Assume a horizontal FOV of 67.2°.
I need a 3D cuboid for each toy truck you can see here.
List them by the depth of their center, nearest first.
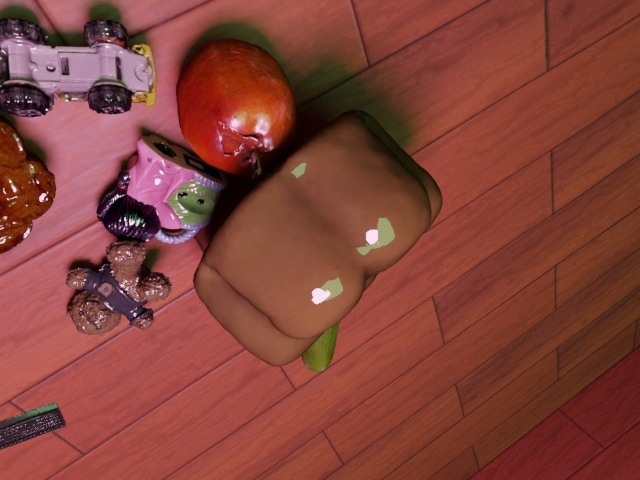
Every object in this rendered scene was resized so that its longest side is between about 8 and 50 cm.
[{"bbox_3d":[-0.397,-0.251,0.727,0.285,0.111,0.137,-4,88,-18],"label":"toy truck"}]

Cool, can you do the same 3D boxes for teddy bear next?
[{"bbox_3d":[-0.383,0.097,0.938,0.251,0.129,0.182,-35,103,23],"label":"teddy bear"}]

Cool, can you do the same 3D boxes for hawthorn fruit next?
[{"bbox_3d":[-0.130,-0.199,0.804,0.211,0.299,0.211,-14,137,-13],"label":"hawthorn fruit"}]

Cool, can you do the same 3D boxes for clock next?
[{"bbox_3d":[-0.295,-0.074,0.904,0.193,0.100,0.196,26,111,-38],"label":"clock"}]

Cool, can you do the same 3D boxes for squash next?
[{"bbox_3d":[0.004,0.191,1.236,0.101,0.101,0.379,-8,120,-26],"label":"squash"}]

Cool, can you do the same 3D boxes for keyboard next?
[{"bbox_3d":[-0.661,0.411,1.031,0.196,0.015,0.074,-15,124,-23],"label":"keyboard"}]

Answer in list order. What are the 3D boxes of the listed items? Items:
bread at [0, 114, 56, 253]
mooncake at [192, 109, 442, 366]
[{"bbox_3d":[-0.542,-0.093,0.722,0.246,0.135,0.232,-23,126,-17],"label":"bread"},{"bbox_3d":[0.000,0.000,0.888,0.467,0.467,0.262,-44,86,-1],"label":"mooncake"}]
